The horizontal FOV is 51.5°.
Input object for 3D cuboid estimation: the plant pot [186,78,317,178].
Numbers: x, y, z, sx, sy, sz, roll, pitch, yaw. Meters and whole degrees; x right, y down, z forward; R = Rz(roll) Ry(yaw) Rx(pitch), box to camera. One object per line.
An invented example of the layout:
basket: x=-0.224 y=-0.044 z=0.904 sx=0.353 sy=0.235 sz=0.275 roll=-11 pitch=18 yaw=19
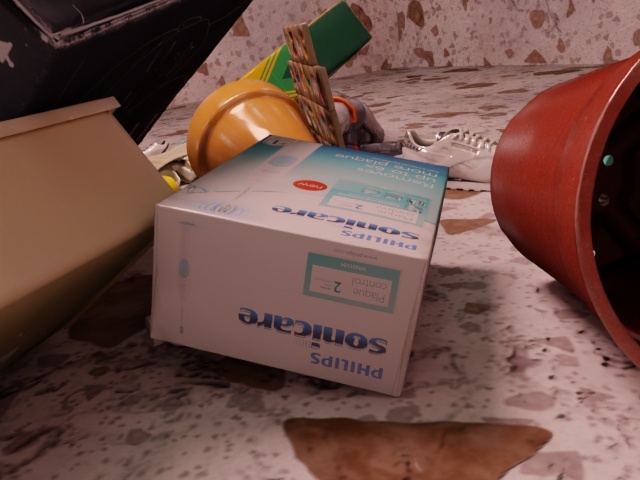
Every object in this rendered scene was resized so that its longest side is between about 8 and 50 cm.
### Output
plant pot: x=-0.084 y=-0.128 z=1.048 sx=0.205 sy=0.205 sz=0.188 roll=-16 pitch=35 yaw=-25

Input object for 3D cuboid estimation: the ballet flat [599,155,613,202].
ballet flat: x=0.443 y=-0.137 z=0.997 sx=0.316 sy=0.108 sz=0.106 roll=-20 pitch=15 yaw=-39

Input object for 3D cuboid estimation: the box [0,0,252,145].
box: x=-0.352 y=-0.219 z=0.746 sx=0.480 sy=0.297 sz=0.472 roll=-40 pitch=12 yaw=34

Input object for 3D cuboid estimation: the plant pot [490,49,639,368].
plant pot: x=0.282 y=-0.042 z=0.551 sx=0.272 sy=0.272 sz=0.265 roll=-8 pitch=10 yaw=-4

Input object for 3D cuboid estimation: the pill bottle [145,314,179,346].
pill bottle: x=-0.125 y=0.077 z=0.646 sx=0.083 sy=0.043 sz=0.043 roll=-16 pitch=20 yaw=-25

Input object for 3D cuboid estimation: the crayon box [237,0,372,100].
crayon box: x=-0.087 y=-0.333 z=1.441 sx=0.313 sy=0.106 sz=0.363 roll=-42 pitch=10 yaw=-13

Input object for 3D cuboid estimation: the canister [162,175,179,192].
canister: x=-0.331 y=-0.058 z=1.090 sx=0.126 sy=0.073 sz=0.170 roll=6 pitch=20 yaw=33

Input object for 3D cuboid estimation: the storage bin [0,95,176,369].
storage bin: x=-0.278 y=0.032 z=0.533 sx=0.260 sy=0.123 sz=0.262 roll=-39 pitch=3 yaw=28

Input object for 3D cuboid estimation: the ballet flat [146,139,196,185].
ballet flat: x=-0.300 y=-0.140 z=1.341 sx=0.086 sy=0.086 sz=0.248 roll=5 pitch=23 yaw=32

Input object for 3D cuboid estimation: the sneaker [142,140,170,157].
sneaker: x=-0.434 y=-0.227 z=1.693 sx=0.109 sy=0.044 sz=0.040 roll=-21 pitch=24 yaw=-32

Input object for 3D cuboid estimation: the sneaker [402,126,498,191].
sneaker: x=0.245 y=-0.135 z=1.074 sx=0.235 sy=0.095 sz=0.090 roll=3 pitch=19 yaw=23

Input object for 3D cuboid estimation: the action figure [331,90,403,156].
action figure: x=-0.014 y=-0.235 z=1.360 sx=0.341 sy=0.179 sz=0.330 roll=-6 pitch=8 yaw=-2

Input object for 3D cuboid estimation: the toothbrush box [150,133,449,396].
toothbrush box: x=0.000 y=0.000 z=0.637 sx=0.216 sy=0.126 sz=0.295 roll=12 pitch=23 yaw=11

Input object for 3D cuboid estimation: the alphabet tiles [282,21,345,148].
alphabet tiles: x=-0.005 y=-0.191 z=1.031 sx=0.011 sy=0.285 sz=0.342 roll=-17 pitch=19 yaw=-5
